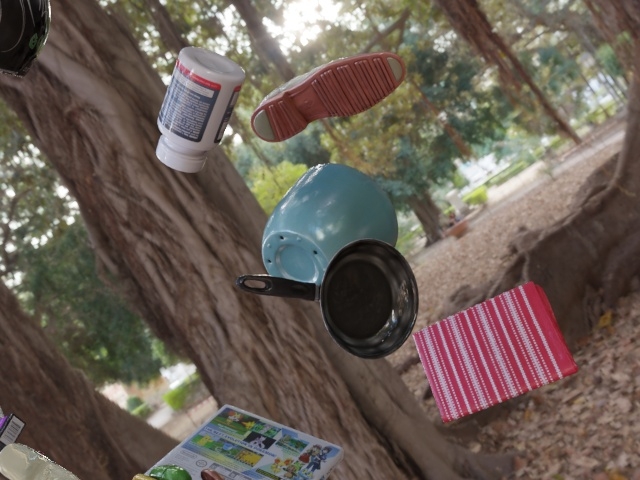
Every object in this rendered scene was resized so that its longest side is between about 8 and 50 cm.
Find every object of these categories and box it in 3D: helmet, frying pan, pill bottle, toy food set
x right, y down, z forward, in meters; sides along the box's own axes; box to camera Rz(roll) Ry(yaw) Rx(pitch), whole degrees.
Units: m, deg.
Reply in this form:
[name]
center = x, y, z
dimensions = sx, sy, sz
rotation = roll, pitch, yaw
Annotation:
[helmet]
center = -0.443, -0.308, 0.874
dimensions = 0.169, 0.170, 0.161
rotation = -21, -56, -78
[frying pan]
center = 0.025, 0.111, 1.065
dimensions = 0.326, 0.197, 0.053
rotation = -16, 3, -31
[pill bottle]
center = -0.199, -0.205, 1.070
dimensions = 0.108, 0.108, 0.180
rotation = -30, -29, -58
[toy food set]
center = -0.165, 0.354, 0.900
dimensions = 0.218, 0.128, 0.071
rotation = -5, 26, 48

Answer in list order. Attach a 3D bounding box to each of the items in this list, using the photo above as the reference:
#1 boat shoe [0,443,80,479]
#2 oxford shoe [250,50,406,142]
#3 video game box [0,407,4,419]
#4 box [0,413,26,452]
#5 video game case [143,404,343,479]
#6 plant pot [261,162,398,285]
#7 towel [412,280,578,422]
[boat shoe]
center = -0.298, 0.273, 0.743
dimensions = 0.049, 0.133, 0.042
rotation = -53, -11, -21
[oxford shoe]
center = 0.013, -0.373, 1.617
dimensions = 0.397, 0.140, 0.146
rotation = -16, 34, 17
[video game box]
center = -0.700, 0.256, 1.273
dimensions = 0.048, 0.187, 0.205
rotation = -35, -27, -11
[box]
center = -0.462, 0.299, 0.858
dimensions = 0.162, 0.029, 0.116
rotation = -27, 28, 24
[video game case]
center = -0.166, 0.481, 1.395
dimensions = 0.329, 0.036, 0.300
rotation = 10, 28, 32
[plant pot]
center = 0.000, 0.000, 1.562
dimensions = 0.293, 0.293, 0.235
rotation = -37, 5, 44
[towel]
center = 0.334, 0.216, 1.301
dimensions = 0.275, 0.198, 0.031
rotation = -26, -33, 16
